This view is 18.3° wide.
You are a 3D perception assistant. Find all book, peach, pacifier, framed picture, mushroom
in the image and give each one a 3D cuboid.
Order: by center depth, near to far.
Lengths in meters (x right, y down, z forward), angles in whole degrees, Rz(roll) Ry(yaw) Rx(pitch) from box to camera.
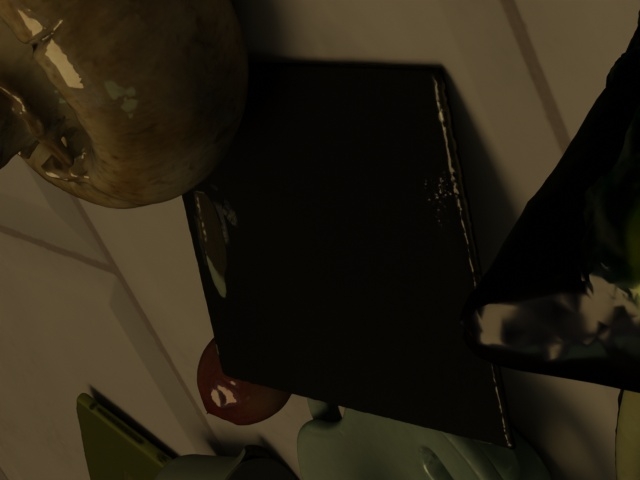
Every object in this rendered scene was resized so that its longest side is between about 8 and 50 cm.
[{"bbox_3d":[-0.146,-0.114,1.268,0.189,0.195,0.253,23,148,38],"label":"mushroom"},{"bbox_3d":[0.000,0.000,1.323,0.324,0.013,0.244,9,115,54],"label":"framed picture"},{"bbox_3d":[0.023,0.224,1.431,0.288,0.269,0.343,57,154,12],"label":"pacifier"},{"bbox_3d":[-0.062,0.110,1.617,0.083,0.083,0.083,37,154,21],"label":"peach"},{"bbox_3d":[-0.113,0.317,2.065,0.352,0.035,0.239,35,152,25],"label":"book"}]

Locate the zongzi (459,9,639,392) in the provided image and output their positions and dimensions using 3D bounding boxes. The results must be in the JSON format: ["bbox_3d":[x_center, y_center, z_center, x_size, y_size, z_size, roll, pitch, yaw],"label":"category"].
[{"bbox_3d":[0.293,0.003,0.717,0.383,0.319,0.362,-11,119,41],"label":"zongzi"}]

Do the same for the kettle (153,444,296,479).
[{"bbox_3d":[-0.090,0.257,1.834,0.098,0.126,0.148,33,159,-23],"label":"kettle"}]

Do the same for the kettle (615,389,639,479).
[{"bbox_3d":[0.277,0.155,0.969,0.321,0.228,0.324,31,144,32],"label":"kettle"}]
